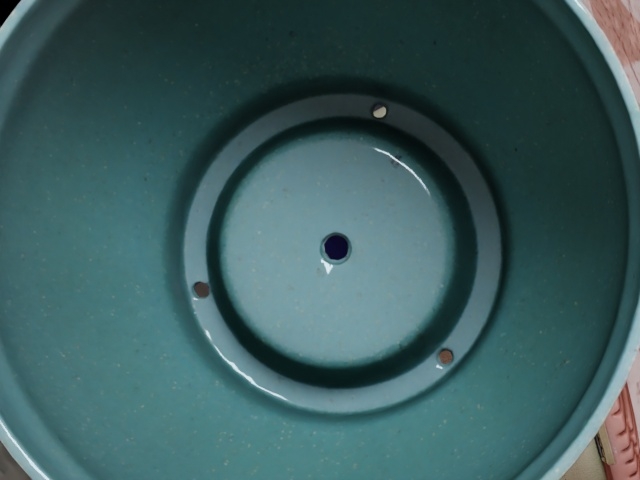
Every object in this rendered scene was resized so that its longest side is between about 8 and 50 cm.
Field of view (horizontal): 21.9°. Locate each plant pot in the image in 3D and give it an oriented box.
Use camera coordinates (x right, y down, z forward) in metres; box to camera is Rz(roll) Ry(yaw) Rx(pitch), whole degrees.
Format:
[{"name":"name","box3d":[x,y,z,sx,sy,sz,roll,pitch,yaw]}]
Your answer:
[{"name":"plant pot","box3d":[0.000,0.000,0.757,0.196,0.293,0.293,26,47,-81]}]

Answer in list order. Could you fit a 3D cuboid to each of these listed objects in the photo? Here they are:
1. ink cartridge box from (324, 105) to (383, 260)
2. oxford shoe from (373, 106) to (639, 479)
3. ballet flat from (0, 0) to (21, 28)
[{"name":"ink cartridge box","box3d":[0.057,-0.050,1.052,0.206,0.045,0.208,12,65,-53]},{"name":"oxford shoe","box3d":[0.104,0.068,0.994,0.140,0.147,0.397,-94,167,-56]},{"name":"ballet flat","box3d":[-0.163,-0.127,0.749,0.173,0.057,0.049,17,46,-53]}]
